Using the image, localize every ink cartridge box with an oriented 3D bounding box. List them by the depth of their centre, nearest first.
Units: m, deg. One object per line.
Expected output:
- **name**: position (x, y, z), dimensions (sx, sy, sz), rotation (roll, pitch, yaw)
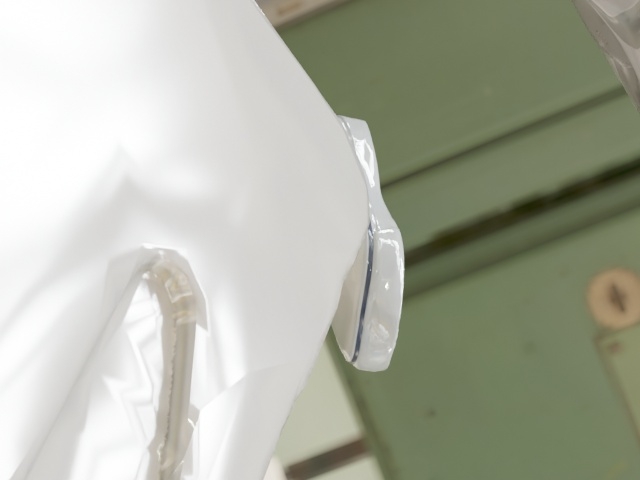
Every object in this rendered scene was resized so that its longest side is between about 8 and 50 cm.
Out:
- **ink cartridge box**: position (-0.217, 0.061, 0.450), dimensions (0.166, 0.395, 0.285), rotation (55, 32, -25)

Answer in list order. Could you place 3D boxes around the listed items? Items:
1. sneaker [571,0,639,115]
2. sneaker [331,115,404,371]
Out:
- **sneaker**: position (0.195, -0.087, 0.945), dimensions (0.281, 0.105, 0.115), rotation (65, 14, 24)
- **sneaker**: position (0.000, 0.000, 1.427), dimensions (0.258, 0.091, 0.094), rotation (-104, -159, -53)
